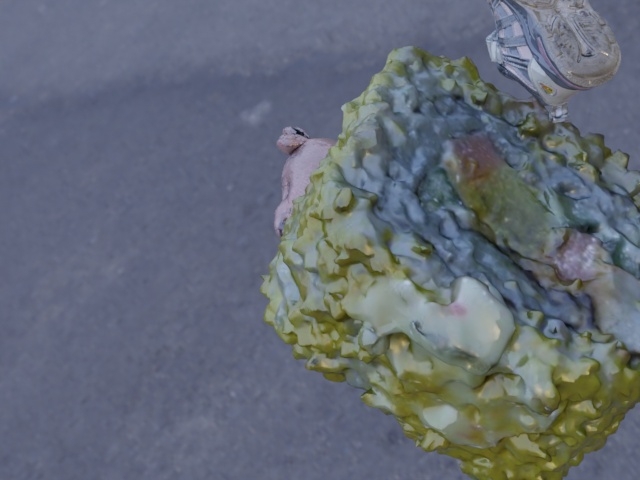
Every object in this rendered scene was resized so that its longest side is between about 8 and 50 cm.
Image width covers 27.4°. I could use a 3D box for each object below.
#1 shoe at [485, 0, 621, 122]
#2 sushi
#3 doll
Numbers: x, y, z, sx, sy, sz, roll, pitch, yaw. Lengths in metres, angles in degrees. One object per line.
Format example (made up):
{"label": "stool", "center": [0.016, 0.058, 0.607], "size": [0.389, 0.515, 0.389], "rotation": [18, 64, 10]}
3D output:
{"label": "shoe", "center": [0.203, -0.196, 1.220], "size": [0.089, 0.092, 0.180], "rotation": [-20, 66, -24]}
{"label": "sushi", "center": [0.148, 0.039, 1.273], "size": [0.240, 0.396, 0.351], "rotation": [-55, 2, 46]}
{"label": "doll", "center": [0.000, 0.000, 1.883], "size": [0.156, 0.303, 0.201], "rotation": [-27, 42, -35]}
